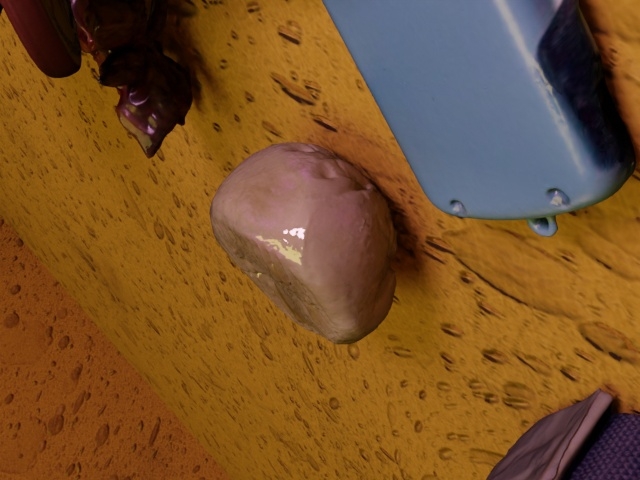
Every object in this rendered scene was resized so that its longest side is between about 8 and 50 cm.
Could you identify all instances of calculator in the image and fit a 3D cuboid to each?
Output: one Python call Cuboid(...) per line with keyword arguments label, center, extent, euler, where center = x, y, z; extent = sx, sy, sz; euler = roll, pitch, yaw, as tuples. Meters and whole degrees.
Cuboid(label="calculator", center=(0.078, -0.126, 0.470), extent=(0.173, 0.051, 0.293), euler=(-3, 120, 60))

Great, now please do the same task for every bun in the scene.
Cuboid(label="bun", center=(0.000, 0.000, 0.700), extent=(0.178, 0.128, 0.193), euler=(24, 155, 48))

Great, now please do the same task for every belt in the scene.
Cuboid(label="belt", center=(0.203, 0.221, 0.629), extent=(0.140, 0.126, 0.230), euler=(47, 157, 8))

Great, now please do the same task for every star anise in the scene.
Cuboid(label="star anise", center=(-0.196, -0.190, 0.810), extent=(0.212, 0.111, 0.196), euler=(21, 136, 63))

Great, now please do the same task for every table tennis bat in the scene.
Cuboid(label="table tennis bat", center=(-0.256, -0.317, 0.562), extent=(0.268, 0.051, 0.415), euler=(-119, 13, -61))

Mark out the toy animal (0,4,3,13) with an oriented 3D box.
Cuboid(label="toy animal", center=(-0.392, -0.301, 0.766), extent=(0.251, 0.310, 0.251), euler=(37, 158, 17))
